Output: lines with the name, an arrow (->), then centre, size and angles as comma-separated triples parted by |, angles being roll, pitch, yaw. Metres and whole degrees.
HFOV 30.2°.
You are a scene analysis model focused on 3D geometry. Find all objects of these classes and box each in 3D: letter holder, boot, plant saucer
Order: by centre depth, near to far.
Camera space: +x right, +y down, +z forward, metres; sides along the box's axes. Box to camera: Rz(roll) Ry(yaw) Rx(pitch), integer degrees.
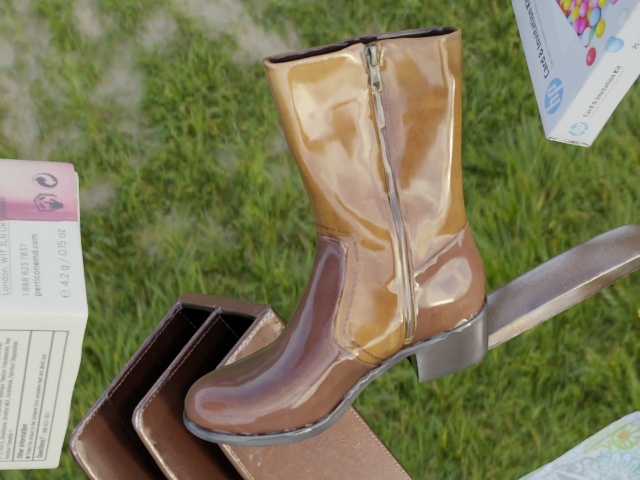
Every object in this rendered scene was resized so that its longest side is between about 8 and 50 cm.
boot -> 0.000, 0.000, 0.876 | 0.264, 0.280, 0.096 | -15, 28, -8
letter holder -> -0.073, 0.234, 1.187 | 0.152, 0.302, 0.214 | 5, 50, 50
plant saucer -> 0.270, 0.060, 1.404 | 0.311, 0.310, 0.050 | -26, 79, -13

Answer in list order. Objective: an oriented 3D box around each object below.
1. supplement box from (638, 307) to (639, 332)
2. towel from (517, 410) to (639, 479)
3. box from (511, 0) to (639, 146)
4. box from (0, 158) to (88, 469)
supplement box -> 0.480, 0.162, 1.528 | 0.104, 0.188, 0.081 | 6, 26, 39
towel -> 0.372, 0.448, 1.574 | 0.320, 0.090, 0.374 | -38, 42, 25
box -> 0.191, -0.177, 0.775 | 0.038, 0.186, 0.145 | 8, 50, -16
box -> -0.258, 0.041, 0.670 | 0.232, 0.148, 0.126 | 3, 45, -19
